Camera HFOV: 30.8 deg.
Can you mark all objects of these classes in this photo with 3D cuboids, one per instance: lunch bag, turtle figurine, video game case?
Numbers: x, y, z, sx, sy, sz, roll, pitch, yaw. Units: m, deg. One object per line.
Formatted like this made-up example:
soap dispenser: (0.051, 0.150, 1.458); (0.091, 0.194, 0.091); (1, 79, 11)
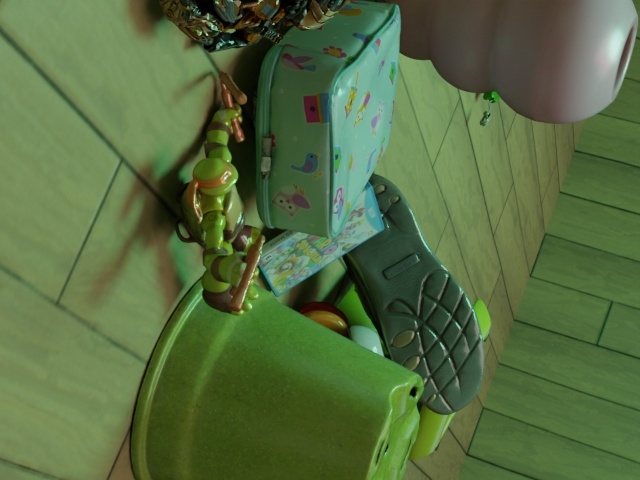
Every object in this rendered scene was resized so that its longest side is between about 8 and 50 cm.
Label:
lunch bag: (0.008, -0.138, 1.313); (0.279, 0.108, 0.224); (-57, 156, -53)
turtle figurine: (-0.100, -0.012, 1.151); (0.217, 0.087, 0.269); (87, -5, -59)
video game case: (0.000, 0.000, 1.441); (0.166, 0.015, 0.119); (-33, 152, -5)

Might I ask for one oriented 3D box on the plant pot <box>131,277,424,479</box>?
plant pot: (-0.031, 0.195, 1.299); (0.276, 0.254, 0.276); (18, 90, -71)

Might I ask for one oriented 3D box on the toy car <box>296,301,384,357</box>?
toy car: (0.004, 0.157, 1.583); (0.182, 0.159, 0.136); (73, 2, -59)

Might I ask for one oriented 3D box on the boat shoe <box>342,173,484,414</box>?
boat shoe: (0.117, 0.066, 1.586); (0.130, 0.132, 0.355); (-144, -150, -80)

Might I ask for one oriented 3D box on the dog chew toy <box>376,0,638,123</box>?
dog chew toy: (0.231, -0.274, 1.500); (0.206, 0.332, 0.206); (-54, 154, -42)

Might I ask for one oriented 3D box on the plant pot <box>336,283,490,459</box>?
plant pot: (0.126, 0.181, 1.769); (0.228, 0.207, 0.227); (-48, 158, -50)

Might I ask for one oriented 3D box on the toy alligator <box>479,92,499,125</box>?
toy alligator: (0.328, -0.305, 2.201); (0.051, 0.056, 0.189); (39, 64, -25)

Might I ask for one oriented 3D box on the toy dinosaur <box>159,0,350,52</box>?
toy dinosaur: (-0.019, -0.275, 1.093); (0.218, 0.164, 0.322); (-55, -179, 36)
